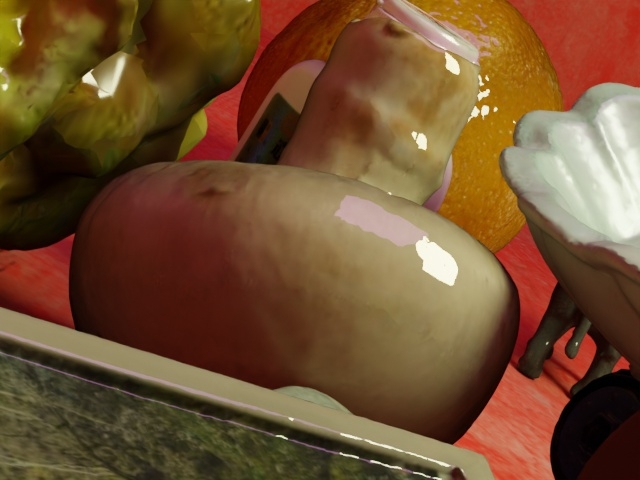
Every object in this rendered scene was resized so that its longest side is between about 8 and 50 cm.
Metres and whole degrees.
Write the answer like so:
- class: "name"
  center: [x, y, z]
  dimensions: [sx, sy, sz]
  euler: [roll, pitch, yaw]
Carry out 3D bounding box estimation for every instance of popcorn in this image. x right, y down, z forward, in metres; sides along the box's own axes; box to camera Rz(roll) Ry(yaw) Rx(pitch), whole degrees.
- class: "popcorn"
  center: [-0.172, -0.119, 0.749]
  dimensions: [0.293, 0.293, 0.237]
  euler: [17, 37, -55]

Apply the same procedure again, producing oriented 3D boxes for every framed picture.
- class: "framed picture"
  center: [-0.017, 0.129, 0.418]
  dimensions: [0.240, 0.020, 0.324]
  euler: [20, 25, -20]

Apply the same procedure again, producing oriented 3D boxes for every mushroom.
- class: "mushroom"
  center: [-0.011, 0.008, 0.713]
  dimensions: [0.206, 0.209, 0.206]
  euler: [0, 10, 0]

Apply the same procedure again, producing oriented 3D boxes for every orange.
- class: "orange"
  center: [0.061, -0.088, 1.274]
  dimensions: [0.264, 0.264, 0.264]
  euler: [31, 10, -6]

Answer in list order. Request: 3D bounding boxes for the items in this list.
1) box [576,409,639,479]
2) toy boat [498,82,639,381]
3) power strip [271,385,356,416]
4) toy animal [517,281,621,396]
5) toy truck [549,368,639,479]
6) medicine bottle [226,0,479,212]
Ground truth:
- class: "box"
  center: [0.243, 0.172, 0.433]
  dimensions: [0.229, 0.239, 0.339]
  euler: [31, 29, -24]
- class: "toy boat"
  center: [0.195, 0.013, 0.699]
  dimensions: [0.199, 0.100, 0.290]
  euler: [-13, 26, -17]
- class: "power strip"
  center: [-0.009, 0.137, 0.519]
  dimensions: [0.198, 0.064, 0.213]
  euler: [40, 25, 27]
- class: "toy animal"
  center: [0.242, 0.059, 1.412]
  dimensions: [0.082, 0.137, 0.269]
  euler: [31, 18, 10]
- class: "toy truck"
  center: [0.218, 0.143, 0.749]
  dimensions: [0.161, 0.177, 0.213]
  euler: [22, 55, -29]
- class: "medicine bottle"
  center: [0.001, -0.023, 0.862]
  dimensions: [0.078, 0.219, 0.115]
  euler: [21, 16, -45]
